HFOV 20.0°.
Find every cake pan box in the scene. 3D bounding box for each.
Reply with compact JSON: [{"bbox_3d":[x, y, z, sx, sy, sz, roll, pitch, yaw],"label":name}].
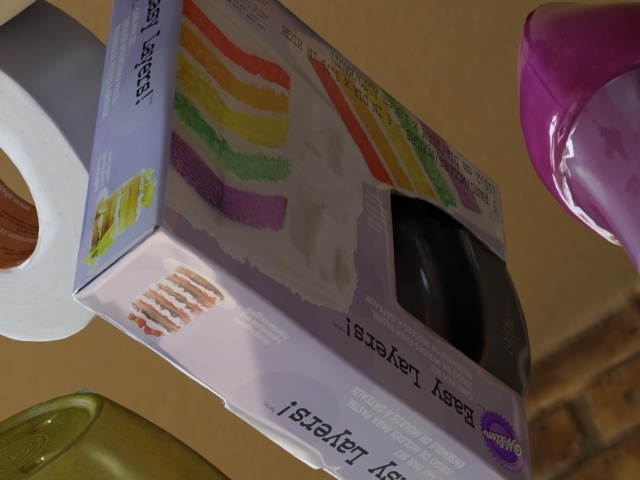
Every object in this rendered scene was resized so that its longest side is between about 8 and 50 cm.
[{"bbox_3d":[0.000,0.000,0.925,0.070,0.245,0.267,-35,-58,29],"label":"cake pan box"}]

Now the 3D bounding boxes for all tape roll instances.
[{"bbox_3d":[-0.199,-0.046,1.136,0.219,0.072,0.219,20,-49,25],"label":"tape roll"}]

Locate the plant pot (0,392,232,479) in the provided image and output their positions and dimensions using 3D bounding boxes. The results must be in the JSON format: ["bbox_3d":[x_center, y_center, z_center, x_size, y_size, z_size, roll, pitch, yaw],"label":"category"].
[{"bbox_3d":[-0.076,0.105,0.567,0.134,0.134,0.095,-26,-75,4],"label":"plant pot"}]

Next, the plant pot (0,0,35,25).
[{"bbox_3d":[-0.243,-0.193,0.975,0.256,0.274,0.256,17,-39,15],"label":"plant pot"}]

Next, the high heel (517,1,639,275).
[{"bbox_3d":[0.251,0.007,0.734,0.377,0.181,0.127,26,-66,-26],"label":"high heel"}]

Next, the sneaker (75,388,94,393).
[{"bbox_3d":[-0.095,0.108,0.833,0.038,0.069,0.098,-44,-6,-11],"label":"sneaker"}]
